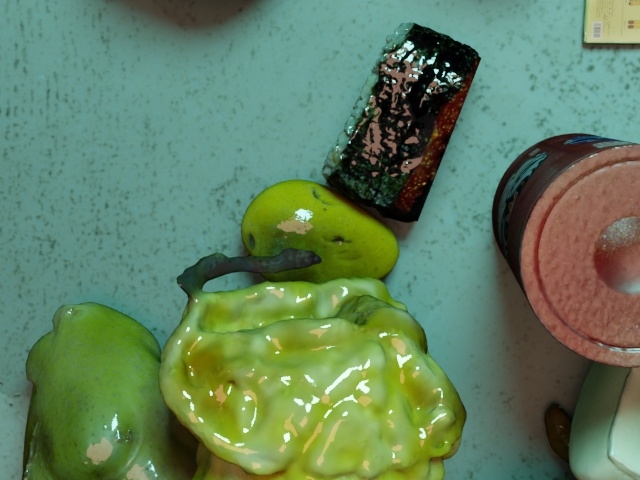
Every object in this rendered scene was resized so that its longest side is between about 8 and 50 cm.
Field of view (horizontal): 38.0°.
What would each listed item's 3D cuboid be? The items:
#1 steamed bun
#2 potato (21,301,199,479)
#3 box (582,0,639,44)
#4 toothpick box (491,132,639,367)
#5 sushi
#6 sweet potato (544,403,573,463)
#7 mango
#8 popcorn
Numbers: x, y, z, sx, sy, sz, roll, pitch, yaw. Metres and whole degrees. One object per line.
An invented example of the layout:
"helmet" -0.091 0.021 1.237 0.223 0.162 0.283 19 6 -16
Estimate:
"steamed bun" 0.383 0.193 1.071 0.146 0.164 0.241 27 69 3
"potato" -0.260 0.246 1.150 0.218 0.202 0.351 -24 82 20
"box" 0.383 -0.266 1.086 0.149 0.020 0.073 2 98 6
"toothpick box" 0.293 -0.008 0.976 0.204 0.333 0.204 1 99 6
"sushi" 0.093 -0.136 1.081 0.126 0.136 0.225 23 107 5
"sweet potato" 0.350 0.276 1.155 0.182 0.054 0.053 32 109 -2
"mango" 0.000 0.000 1.127 0.195 0.098 0.137 10 103 1
"popcorn" -0.023 0.169 1.023 0.349 0.349 0.381 -31 106 10
